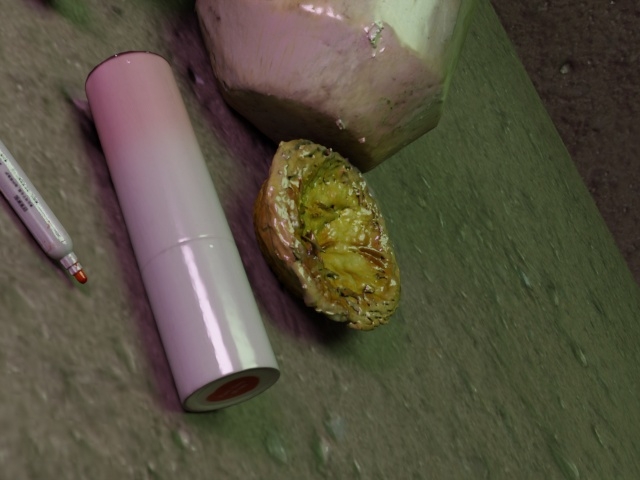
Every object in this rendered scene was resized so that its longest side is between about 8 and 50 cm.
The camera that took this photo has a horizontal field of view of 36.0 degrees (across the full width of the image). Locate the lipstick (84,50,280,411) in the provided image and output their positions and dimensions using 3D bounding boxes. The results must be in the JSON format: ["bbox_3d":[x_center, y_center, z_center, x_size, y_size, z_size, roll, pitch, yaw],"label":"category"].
[{"bbox_3d":[-0.127,-0.015,0.872,0.087,0.087,0.327,18,45,-55],"label":"lipstick"}]

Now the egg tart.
[{"bbox_3d":[0.000,0.000,1.094,0.232,0.098,0.252,63,28,-3],"label":"egg tart"}]

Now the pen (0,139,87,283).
[{"bbox_3d":[-0.248,-0.056,0.771,0.218,0.026,0.026,55,24,-6],"label":"pen"}]

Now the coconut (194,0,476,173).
[{"bbox_3d":[0.019,-0.273,1.209,0.352,0.352,0.353,43,28,-29],"label":"coconut"}]
